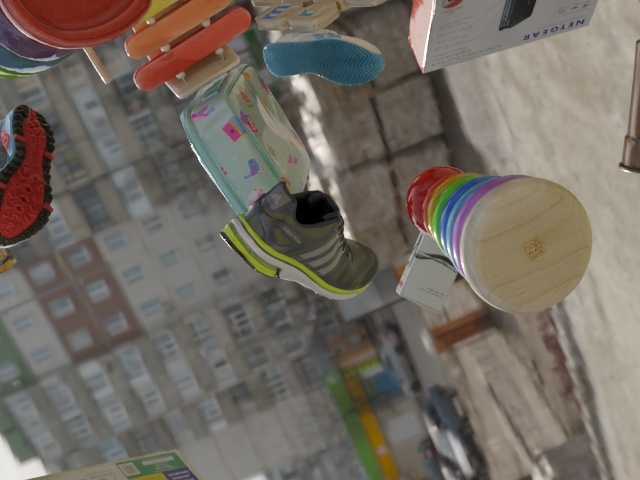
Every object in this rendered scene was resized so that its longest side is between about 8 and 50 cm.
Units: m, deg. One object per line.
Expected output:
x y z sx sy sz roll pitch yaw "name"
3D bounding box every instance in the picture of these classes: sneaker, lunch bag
-0.474 -0.079 1.828 0.104 0.125 0.261 37 -144 -33 "sneaker"
0.000 0.000 1.689 0.300 0.121 0.111 16 -147 -53 "sneaker"
-0.118 -0.160 1.904 0.224 0.108 0.279 54 -166 -14 "lunch bag"
0.016 -0.325 2.075 0.229 0.092 0.087 12 127 32 "sneaker"

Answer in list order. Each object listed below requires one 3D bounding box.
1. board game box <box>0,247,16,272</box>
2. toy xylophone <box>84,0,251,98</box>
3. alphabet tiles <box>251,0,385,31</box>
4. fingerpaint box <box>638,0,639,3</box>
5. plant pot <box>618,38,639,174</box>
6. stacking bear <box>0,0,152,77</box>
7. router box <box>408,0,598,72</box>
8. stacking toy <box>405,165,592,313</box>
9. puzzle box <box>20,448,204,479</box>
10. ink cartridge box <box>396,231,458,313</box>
-0.599 0.005 1.952 0.048 0.170 0.141 -67 -44 -69 "board game box"
-0.259 -0.350 1.786 0.081 0.236 0.322 42 171 51 "toy xylophone"
0.039 -0.384 1.777 0.278 0.284 0.021 11 134 45 "alphabet tiles"
0.428 -0.265 1.172 0.371 0.163 0.445 57 -171 4 "fingerpaint box"
0.462 -0.174 1.524 0.167 0.167 0.165 -117 24 -77 "plant pot"
-0.353 -0.253 1.342 0.289 0.164 0.175 -12 125 49 "stacking bear"
0.331 -0.444 2.087 0.301 0.336 0.082 91 160 -66 "router box"
0.180 -0.026 1.363 0.330 0.141 0.141 -133 19 -73 "stacking toy"
-0.310 0.485 2.024 0.272 0.052 0.409 42 -156 29 "puzzle box"
0.219 0.022 2.243 0.087 0.208 0.153 22 180 1 "ink cartridge box"
